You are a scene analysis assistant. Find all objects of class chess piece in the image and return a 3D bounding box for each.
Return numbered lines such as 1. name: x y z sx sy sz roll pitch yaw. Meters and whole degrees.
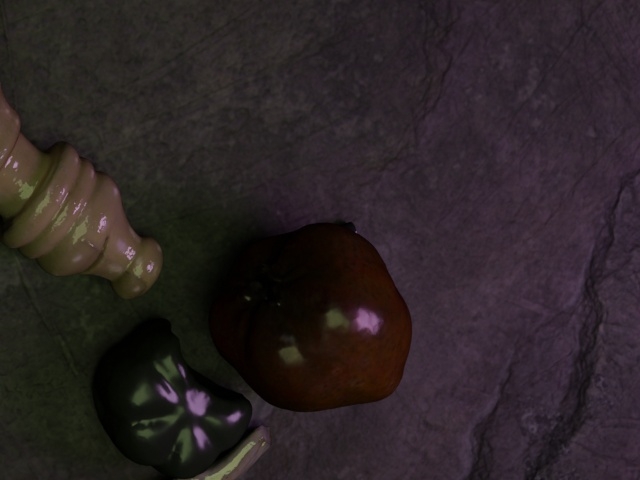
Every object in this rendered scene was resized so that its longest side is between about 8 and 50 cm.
1. chess piece: -0.285 -0.049 1.461 0.307 0.124 0.138 37 50 -27

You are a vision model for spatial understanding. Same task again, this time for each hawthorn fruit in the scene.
1. hawthorn fruit: 0.004 0.098 1.559 0.208 0.208 0.248 -54 140 -3

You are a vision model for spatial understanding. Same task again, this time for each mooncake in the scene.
1. mooncake: -0.159 0.174 1.555 0.175 0.104 0.168 12 90 -26

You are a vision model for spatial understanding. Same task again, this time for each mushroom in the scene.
1. mushroom: -0.132 0.277 1.607 0.202 0.059 0.054 -35 80 -17

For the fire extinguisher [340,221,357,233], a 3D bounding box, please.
1. fire extinguisher: 0.000 0.000 1.620 0.083 0.022 0.028 -21 69 -15
